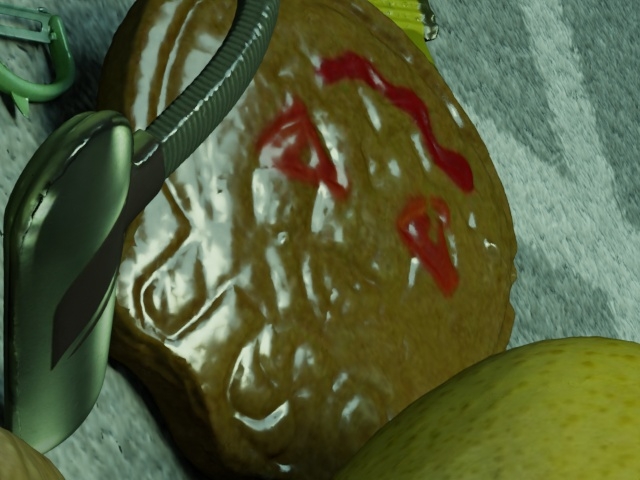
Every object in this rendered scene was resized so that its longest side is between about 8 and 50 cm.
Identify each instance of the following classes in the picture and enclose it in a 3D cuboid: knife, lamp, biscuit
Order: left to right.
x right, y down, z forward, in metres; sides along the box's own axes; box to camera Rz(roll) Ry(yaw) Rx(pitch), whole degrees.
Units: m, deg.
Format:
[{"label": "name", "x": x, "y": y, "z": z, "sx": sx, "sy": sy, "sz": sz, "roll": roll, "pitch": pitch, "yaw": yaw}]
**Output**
[{"label": "knife", "x": -0.162, "y": -0.079, "z": 0.773, "sx": 0.212, "sy": 0.015, "sz": 0.054, "roll": 2, "pitch": 70, "yaw": -64}, {"label": "lamp", "x": -0.093, "y": -0.067, "z": 0.733, "sx": 0.124, "sy": 0.203, "sz": 0.283, "roll": -2, "pitch": 53, "yaw": -22}, {"label": "biscuit", "x": 0.001, "y": 0.000, "z": 0.894, "sx": 0.273, "sy": 0.049, "sz": 0.257, "roll": 31, "pitch": 58, "yaw": -37}]

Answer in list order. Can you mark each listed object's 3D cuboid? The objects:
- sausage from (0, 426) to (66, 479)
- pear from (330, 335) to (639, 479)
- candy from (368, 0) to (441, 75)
[{"label": "sausage", "x": -0.196, "y": 0.072, "z": 0.414, "sx": 0.501, "sy": 0.123, "sz": 0.136, "roll": 12, "pitch": 101, "yaw": -62}, {"label": "pear", "x": 0.111, "y": 0.204, "z": 0.737, "sx": 0.314, "sy": 0.314, "sz": 0.314, "roll": 45, "pitch": 31, "yaw": -37}, {"label": "candy", "x": 0.031, "y": -0.027, "z": 1.024, "sx": 0.187, "sy": 0.081, "sz": 0.297, "roll": 6, "pitch": 62, "yaw": -48}]
